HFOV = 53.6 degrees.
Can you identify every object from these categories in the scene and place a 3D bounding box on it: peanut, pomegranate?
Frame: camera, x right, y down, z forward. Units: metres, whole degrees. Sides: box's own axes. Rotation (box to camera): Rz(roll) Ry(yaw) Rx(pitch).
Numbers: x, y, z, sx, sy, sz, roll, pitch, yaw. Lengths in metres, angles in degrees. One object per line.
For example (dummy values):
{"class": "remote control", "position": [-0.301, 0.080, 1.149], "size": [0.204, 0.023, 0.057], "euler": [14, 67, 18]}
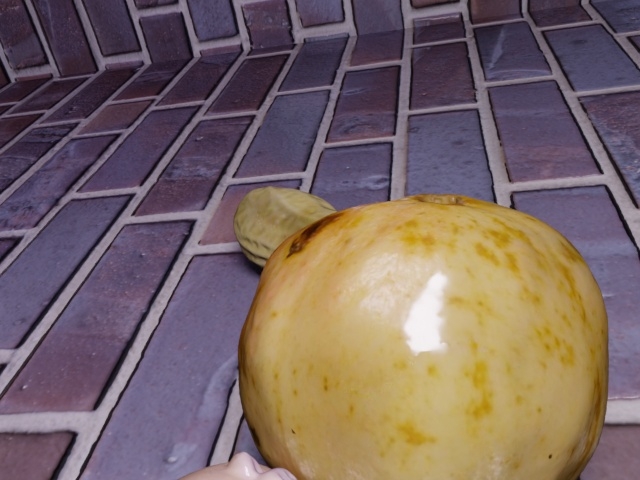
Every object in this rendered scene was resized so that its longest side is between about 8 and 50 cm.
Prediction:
{"class": "peanut", "position": [0.000, 0.000, 0.939], "size": [0.305, 0.147, 0.147], "euler": [19, 43, 37]}
{"class": "pomegranate", "position": [0.089, 0.127, 0.566], "size": [0.342, 0.343, 0.342], "euler": [-8, 32, 5]}

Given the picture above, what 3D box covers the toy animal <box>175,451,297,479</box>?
{"class": "toy animal", "position": [-0.115, 0.293, 0.418], "size": [0.269, 0.237, 0.326], "euler": [28, 84, 19]}
